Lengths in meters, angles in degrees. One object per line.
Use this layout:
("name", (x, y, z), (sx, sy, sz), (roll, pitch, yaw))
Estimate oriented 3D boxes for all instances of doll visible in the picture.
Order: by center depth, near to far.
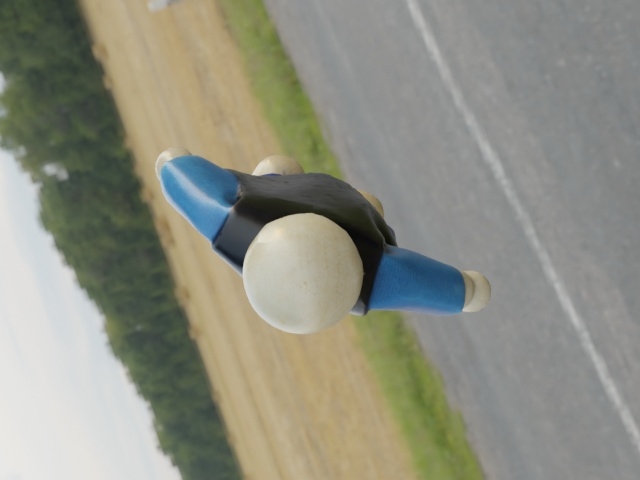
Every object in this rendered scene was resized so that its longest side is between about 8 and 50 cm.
("doll", (0.000, 0.000, 0.513), (0.189, 0.129, 0.046), (-70, 3, -84))
